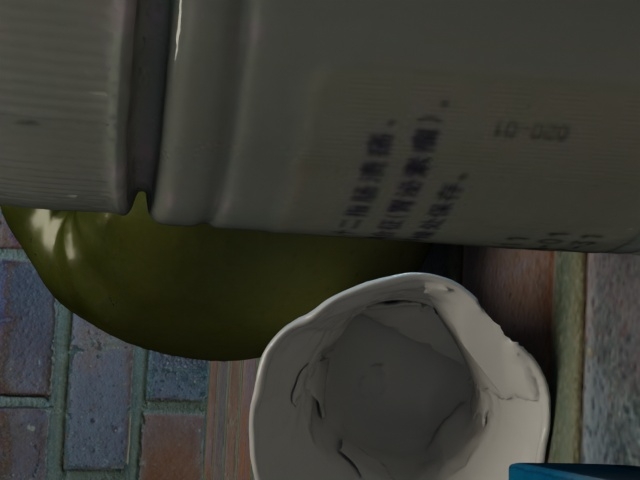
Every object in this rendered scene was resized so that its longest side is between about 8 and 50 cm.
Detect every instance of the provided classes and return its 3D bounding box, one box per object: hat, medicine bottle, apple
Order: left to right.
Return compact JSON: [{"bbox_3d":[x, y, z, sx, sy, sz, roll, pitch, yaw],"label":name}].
[{"bbox_3d":[-0.080,-0.071,0.757,0.357,0.357,0.357,-176,90,-77],"label":"apple"},{"bbox_3d":[0.016,-0.095,0.412,0.190,0.332,0.190,-176,90,-77],"label":"medicine bottle"},{"bbox_3d":[0.051,0.107,0.629,0.126,0.203,0.203,-72,-11,-78],"label":"hat"}]

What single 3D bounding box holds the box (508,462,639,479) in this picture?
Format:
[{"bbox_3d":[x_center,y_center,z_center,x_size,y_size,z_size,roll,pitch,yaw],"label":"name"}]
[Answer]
[{"bbox_3d":[0.143,0.164,0.359,0.194,0.073,0.139,147,126,-74],"label":"box"}]
